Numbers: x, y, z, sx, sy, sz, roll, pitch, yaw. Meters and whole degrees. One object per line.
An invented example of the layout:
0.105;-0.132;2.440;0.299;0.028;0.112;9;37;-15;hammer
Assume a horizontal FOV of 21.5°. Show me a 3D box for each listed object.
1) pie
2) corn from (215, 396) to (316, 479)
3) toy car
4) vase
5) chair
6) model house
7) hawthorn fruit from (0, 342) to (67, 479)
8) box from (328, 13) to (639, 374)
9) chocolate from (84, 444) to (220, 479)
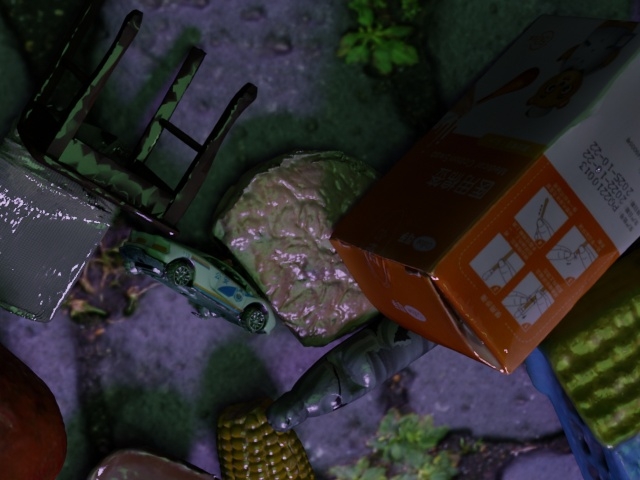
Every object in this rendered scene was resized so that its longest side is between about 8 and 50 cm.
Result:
0.001;0.001;1.710;0.185;0.052;0.218;-37;113;-2;pie
-0.033;0.304;1.770;0.106;0.106;0.305;-19;111;-10;corn
-0.116;0.039;1.660;0.186;0.093;0.058;34;74;-38;toy car
0.031;0.132;1.728;0.211;0.060;0.060;-31;115;-24;vase
-0.220;-0.057;1.553;0.160;0.186;0.319;31;94;-29;chair
0.364;0.137;1.790;0.237;0.215;0.303;-31;109;-5;model house
-0.365;0.159;1.572;0.207;0.207;0.243;-33;111;-5;hawthorn fruit
0.198;-0.051;1.633;0.341;0.225;0.143;-46;114;-11;box
-0.196;0.328;1.740;0.161;0.083;0.261;26;98;-6;chocolate
